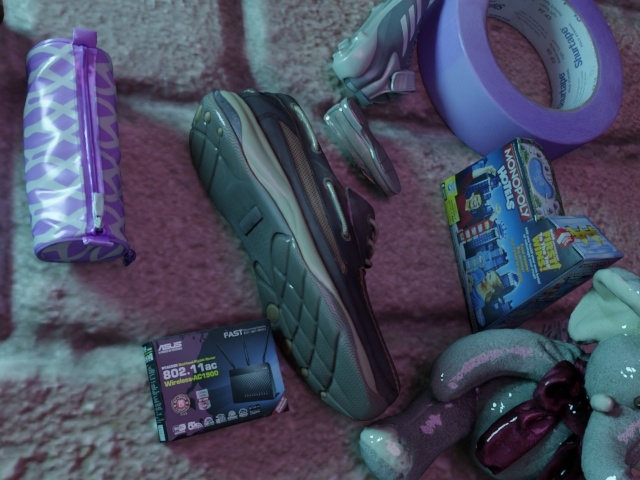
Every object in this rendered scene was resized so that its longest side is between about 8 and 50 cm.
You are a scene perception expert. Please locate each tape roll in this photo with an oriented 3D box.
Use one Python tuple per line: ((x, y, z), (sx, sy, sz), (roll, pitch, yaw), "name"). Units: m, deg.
((0.267, -0.238, 0.934), (0.274, 0.090, 0.275), (8, 72, -25), "tape roll")

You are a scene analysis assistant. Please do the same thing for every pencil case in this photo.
((-0.221, -0.078, 0.638), (0.086, 0.088, 0.206), (-3, 75, -30), "pencil case")

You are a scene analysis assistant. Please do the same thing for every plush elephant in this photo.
((0.262, 0.180, 0.704), (0.272, 0.255, 0.330), (49, 60, -5), "plush elephant")

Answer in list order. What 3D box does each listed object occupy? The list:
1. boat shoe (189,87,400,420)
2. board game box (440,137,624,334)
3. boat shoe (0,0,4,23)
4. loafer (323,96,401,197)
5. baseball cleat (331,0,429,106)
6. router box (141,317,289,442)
((0.000, 0.000, 0.702), (0.130, 0.132, 0.356), (-24, 87, -30), "boat shoe")
((0.228, -0.005, 0.781), (0.060, 0.194, 0.194), (-3, 76, -28), "board game box")
((-0.383, -0.240, 0.566), (0.257, 0.095, 0.095), (5, 66, -55), "boat shoe")
((0.049, -0.102, 0.817), (0.125, 0.039, 0.045), (61, 26, -2), "loafer")
((0.093, -0.241, 0.870), (0.206, 0.072, 0.109), (-49, 113, -25), "baseball cleat")
((-0.097, 0.129, 0.664), (0.122, 0.038, 0.092), (-8, 78, -29), "router box")
